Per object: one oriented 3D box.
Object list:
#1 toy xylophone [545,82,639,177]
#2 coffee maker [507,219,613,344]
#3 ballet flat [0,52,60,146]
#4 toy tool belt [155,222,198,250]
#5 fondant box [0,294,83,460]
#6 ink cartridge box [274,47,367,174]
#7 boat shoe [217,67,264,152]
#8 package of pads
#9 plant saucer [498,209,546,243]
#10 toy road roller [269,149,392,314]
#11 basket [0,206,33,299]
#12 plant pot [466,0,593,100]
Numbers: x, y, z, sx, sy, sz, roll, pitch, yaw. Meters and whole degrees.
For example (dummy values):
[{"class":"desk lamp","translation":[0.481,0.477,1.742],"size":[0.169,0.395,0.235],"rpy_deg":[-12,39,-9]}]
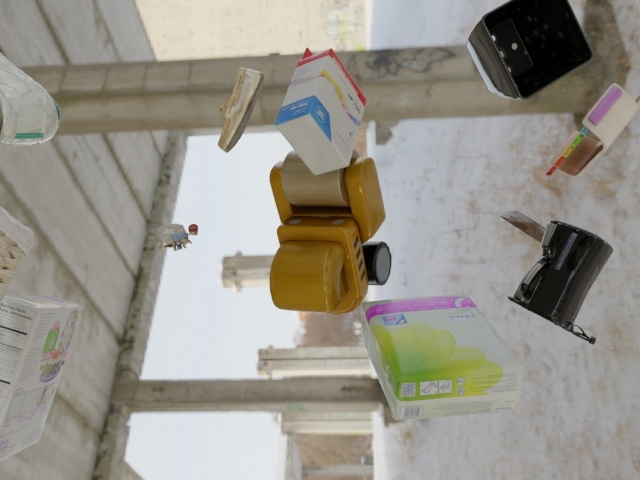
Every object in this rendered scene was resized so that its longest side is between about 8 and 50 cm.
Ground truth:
[{"class":"toy xylophone","translation":[0.649,-0.262,1.538],"size":[0.236,0.081,0.322],"rpy_deg":[-48,-11,-13]},{"class":"coffee maker","translation":[0.465,0.072,1.225],"size":[0.178,0.171,0.120],"rpy_deg":[-63,-17,4]},{"class":"ballet flat","translation":[-0.606,-0.289,1.068],"size":[0.139,0.400,0.139],"rpy_deg":[-52,-5,-6]},{"class":"toy tool belt","translation":[-0.276,-0.005,1.284],"size":[0.051,0.083,0.052],"rpy_deg":[90,167,-49]},{"class":"fondant box","translation":[-0.642,0.286,1.415],"size":[0.238,0.096,0.330],"rpy_deg":[90,-162,-85]},{"class":"ink cartridge box","translation":[0.010,-0.250,1.205],"size":[0.134,0.078,0.231],"rpy_deg":[49,-138,-36]},{"class":"boat shoe","translation":[-0.165,-0.252,1.270],"size":[0.063,0.059,0.170],"rpy_deg":[94,-160,-84]},{"class":"package of pads","translation":[0.214,0.205,1.209],"size":[0.296,0.229,0.101],"rpy_deg":[-110,18,-66]},{"class":"plant saucer","translation":[0.507,-0.018,1.538],"size":[0.036,0.198,0.198],"rpy_deg":[-58,2,11]},{"class":"toy road roller","translation":[0.000,0.000,1.302],"size":[0.240,0.202,0.329],"rpy_deg":[-49,-47,-51]},{"class":"basket","translation":[-0.649,0.034,0.879],"size":[0.328,0.331,0.266],"rpy_deg":[54,-144,-49]},{"class":"plant pot","translation":[0.417,-0.409,1.394],"size":[0.188,0.187,0.167],"rpy_deg":[60,171,-11]}]
